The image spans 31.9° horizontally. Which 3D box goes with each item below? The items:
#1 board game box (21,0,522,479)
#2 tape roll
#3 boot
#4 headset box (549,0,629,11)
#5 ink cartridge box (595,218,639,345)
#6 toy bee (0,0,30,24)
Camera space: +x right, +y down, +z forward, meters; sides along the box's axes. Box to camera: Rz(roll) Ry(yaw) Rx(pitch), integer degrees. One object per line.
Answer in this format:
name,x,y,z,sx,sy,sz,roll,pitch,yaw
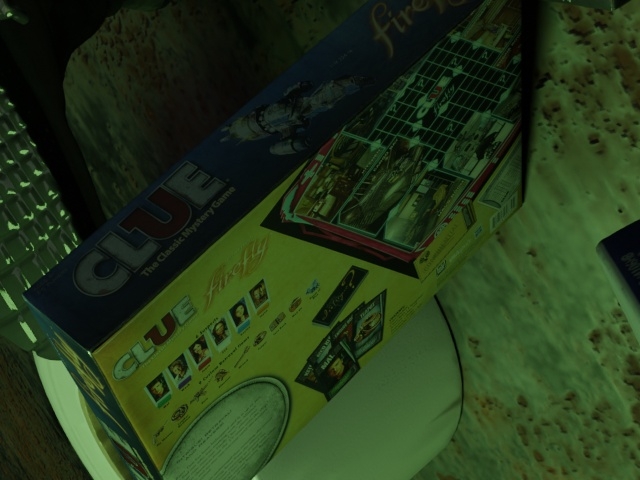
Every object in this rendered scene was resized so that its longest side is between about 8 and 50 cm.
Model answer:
board game box,0.000,0.000,0.496,0.042,0.243,0.165,34,155,30
tape roll,-0.052,0.093,0.740,0.246,0.169,0.246,32,139,32
boot,-0.149,-0.122,0.637,0.118,0.223,0.338,-16,101,35
headset box,0.102,-0.135,0.472,0.083,0.032,0.062,19,133,41
ink cartridge box,0.212,0.172,0.368,0.330,0.071,0.324,61,-170,-13
toy bee,-0.020,-0.204,0.493,0.298,0.162,0.195,-7,88,37
